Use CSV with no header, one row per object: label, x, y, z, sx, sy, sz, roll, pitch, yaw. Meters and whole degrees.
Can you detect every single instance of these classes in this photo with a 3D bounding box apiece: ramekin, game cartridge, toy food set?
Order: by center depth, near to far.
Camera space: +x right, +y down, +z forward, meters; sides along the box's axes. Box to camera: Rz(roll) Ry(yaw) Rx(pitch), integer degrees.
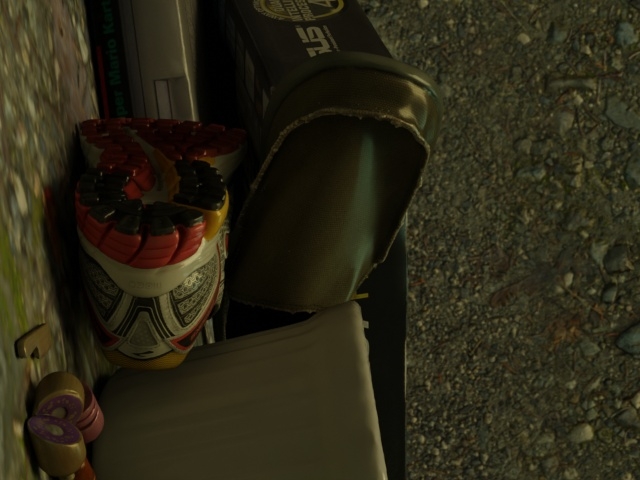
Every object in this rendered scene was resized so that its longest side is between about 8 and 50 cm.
toy food set,-0.097,0.095,0.654,0.078,0.019,0.122,-85,166,-85
ramekin,-0.025,0.175,0.810,0.277,0.135,0.277,-8,90,-90
game cartridge,-0.108,-0.152,1.054,0.230,0.068,0.355,41,41,-82

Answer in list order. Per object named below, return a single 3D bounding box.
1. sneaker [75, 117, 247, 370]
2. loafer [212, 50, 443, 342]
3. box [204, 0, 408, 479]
sneaker,-0.086,-0.006,0.823,0.225,0.088,0.092,-83,178,-71
loafer,0.000,0.000,0.867,0.251,0.094,0.087,113,-15,-51
box,-0.025,-0.052,1.197,0.395,0.097,0.318,-113,-159,-57
